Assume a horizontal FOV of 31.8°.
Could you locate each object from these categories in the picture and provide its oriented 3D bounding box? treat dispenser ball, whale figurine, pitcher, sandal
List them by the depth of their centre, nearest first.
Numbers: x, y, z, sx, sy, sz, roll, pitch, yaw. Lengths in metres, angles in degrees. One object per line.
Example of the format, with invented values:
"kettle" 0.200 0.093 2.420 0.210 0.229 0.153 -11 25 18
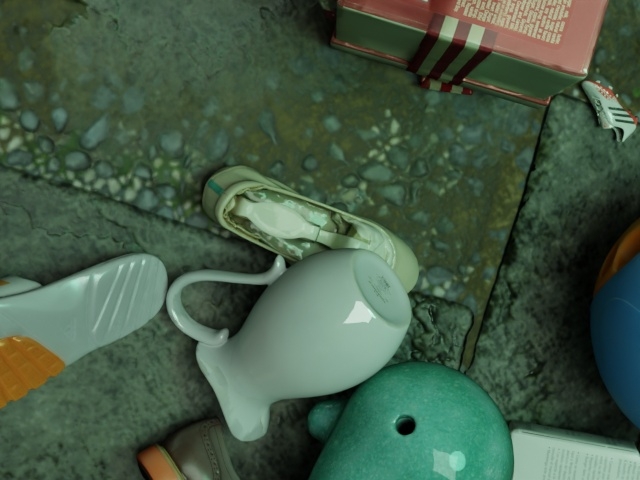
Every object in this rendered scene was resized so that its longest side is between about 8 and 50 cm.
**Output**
"whale figurine" 0.050 0.224 1.034 0.272 0.216 0.141 -35 149 -7
"sandal" -0.266 0.077 1.039 0.265 0.076 0.102 -22 118 -35
"pitcher" -0.035 0.073 1.055 0.207 0.125 0.178 -34 99 29
"treat dispenser ball" 0.420 0.085 1.139 0.288 0.288 0.288 -2 96 -18

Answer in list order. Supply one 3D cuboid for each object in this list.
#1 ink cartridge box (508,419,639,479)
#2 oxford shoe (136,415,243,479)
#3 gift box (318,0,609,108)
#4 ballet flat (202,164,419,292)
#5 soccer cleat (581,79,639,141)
"ink cartridge box" 0.307 0.361 1.191 0.261 0.066 0.296 9 94 10
"oxford shoe" -0.074 0.301 1.108 0.098 0.097 0.271 -32 104 -18
"gift box" 0.130 -0.280 1.033 0.276 0.258 0.255 21 91 1
"ballet flat" 0.000 0.000 1.104 0.248 0.086 0.086 22 89 -19
"soccer cleat" 0.310 -0.141 1.217 0.083 0.029 0.036 39 79 -22
